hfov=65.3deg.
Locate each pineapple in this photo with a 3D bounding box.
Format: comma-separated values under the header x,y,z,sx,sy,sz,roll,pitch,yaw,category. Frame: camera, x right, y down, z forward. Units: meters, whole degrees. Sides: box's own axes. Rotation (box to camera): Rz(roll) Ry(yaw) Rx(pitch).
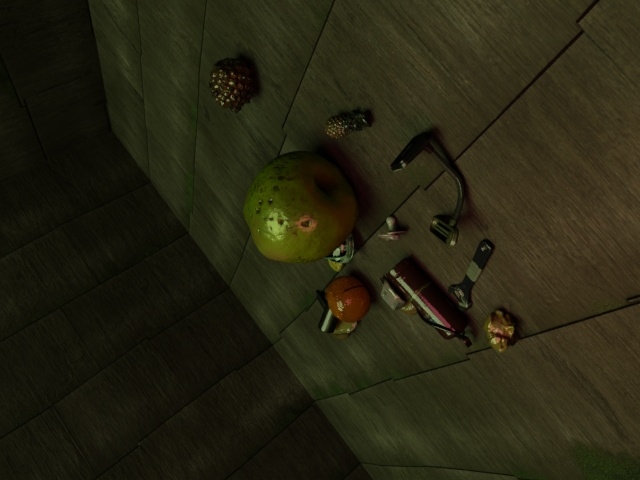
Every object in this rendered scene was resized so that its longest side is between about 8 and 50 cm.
x,y,z,sx,sy,sz,roll,pitch,yaw,category
0.084,-0.337,1.444,0.159,0.074,0.074,1,122,50,pineapple
-0.312,-0.538,1.767,0.166,0.166,0.193,34,145,38,pineapple

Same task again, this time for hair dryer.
x,y,z,sx,sy,sz,roll,pitch,yaw,category
0.028,0.266,2.240,0.248,0.078,0.195,50,124,58,hair dryer

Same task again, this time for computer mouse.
x,y,z,sx,sy,sz,roll,pitch,yaw,category
0.246,0.186,1.691,0.102,0.045,0.199,51,173,16,computer mouse

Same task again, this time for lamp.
x,y,z,sx,sy,sz,roll,pitch,yaw,category
0.288,-0.135,1.314,0.283,0.125,0.203,57,175,-9,lamp

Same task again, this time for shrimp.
x,y,z,sx,sy,sz,roll,pitch,yaw,category
0.276,0.191,1.763,0.180,0.041,0.099,48,152,16,shrimp

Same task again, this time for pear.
x,y,z,sx,sy,sz,roll,pitch,yaw,category
-0.076,-0.091,1.648,0.391,0.391,0.391,40,151,29,pear

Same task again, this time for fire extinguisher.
x,y,z,sx,sy,sz,roll,pitch,yaw,category
0.358,0.209,1.589,0.341,0.105,0.141,48,-171,13,fire extinguisher

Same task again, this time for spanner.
x,y,z,sx,sy,sz,roll,pitch,yaw,category
0.425,0.099,1.422,0.087,0.024,0.315,47,154,29,spanner

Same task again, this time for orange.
x,y,z,sx,sy,sz,roll,pitch,yaw,category
0.112,0.226,1.954,0.193,0.161,0.193,55,164,25,orange

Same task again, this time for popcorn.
x,y,z,sx,sy,sz,roll,pitch,yaw,category
0.503,0.251,1.401,0.109,0.089,0.097,63,-170,5,popcorn

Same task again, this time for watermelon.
x,y,z,sx,sy,sz,roll,pitch,yaw,category
0.070,0.067,1.941,0.105,0.062,0.105,32,129,50,watermelon

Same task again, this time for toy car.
x,y,z,sx,sy,sz,roll,pitch,yaw,category
0.000,0.000,1.867,0.306,0.125,0.136,19,112,53,toy car

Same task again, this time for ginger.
x,y,z,sx,sy,sz,roll,pitch,yaw,category
0.113,0.391,2.240,0.122,0.115,0.193,43,153,-27,ginger

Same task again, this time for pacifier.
x,y,z,sx,sy,sz,roll,pitch,yaw,category
0.220,-0.038,1.566,0.099,0.082,0.078,-7,87,61,pacifier
